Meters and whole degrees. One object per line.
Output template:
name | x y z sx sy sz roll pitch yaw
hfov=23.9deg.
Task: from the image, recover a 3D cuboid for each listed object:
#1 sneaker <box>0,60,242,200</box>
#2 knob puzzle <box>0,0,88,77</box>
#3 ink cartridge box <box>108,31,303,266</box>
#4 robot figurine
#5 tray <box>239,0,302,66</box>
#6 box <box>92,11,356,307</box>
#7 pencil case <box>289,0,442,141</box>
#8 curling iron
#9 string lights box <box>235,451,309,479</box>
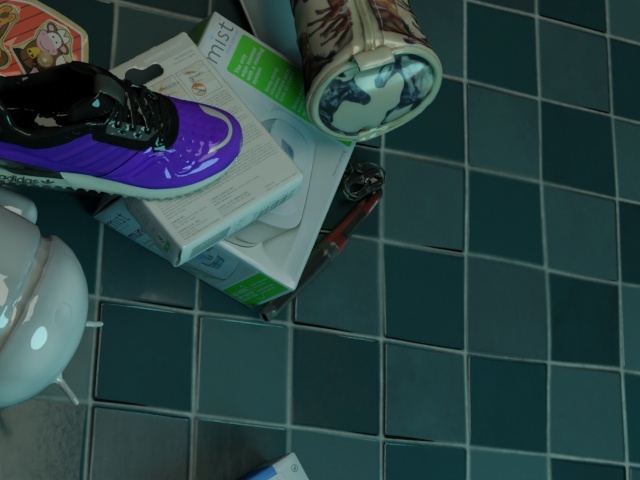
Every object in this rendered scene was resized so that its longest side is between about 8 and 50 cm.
sneaker | -0.214 -0.120 1.550 0.293 0.146 0.102 0 62 -17
knob puzzle | -0.348 -0.208 1.749 0.213 0.030 0.213 9 71 -26
ink cartridge box | -0.155 -0.103 1.676 0.181 0.056 0.224 -33 74 -30
robot figurine | -0.388 0.043 1.553 0.353 0.200 0.300 31 49 -16
tray | -0.060 -0.345 1.945 0.145 0.030 0.270 -19 85 -32
box | -0.105 -0.093 1.792 0.231 0.127 0.262 32 64 -18
pencil case | 0.027 -0.308 1.791 0.160 0.183 0.410 -16 55 4
curling iron | 0.000 0.000 1.870 0.068 0.035 0.274 43 59 -13
string lights box | -0.112 0.356 1.679 0.260 0.077 0.133 -27 88 -32
